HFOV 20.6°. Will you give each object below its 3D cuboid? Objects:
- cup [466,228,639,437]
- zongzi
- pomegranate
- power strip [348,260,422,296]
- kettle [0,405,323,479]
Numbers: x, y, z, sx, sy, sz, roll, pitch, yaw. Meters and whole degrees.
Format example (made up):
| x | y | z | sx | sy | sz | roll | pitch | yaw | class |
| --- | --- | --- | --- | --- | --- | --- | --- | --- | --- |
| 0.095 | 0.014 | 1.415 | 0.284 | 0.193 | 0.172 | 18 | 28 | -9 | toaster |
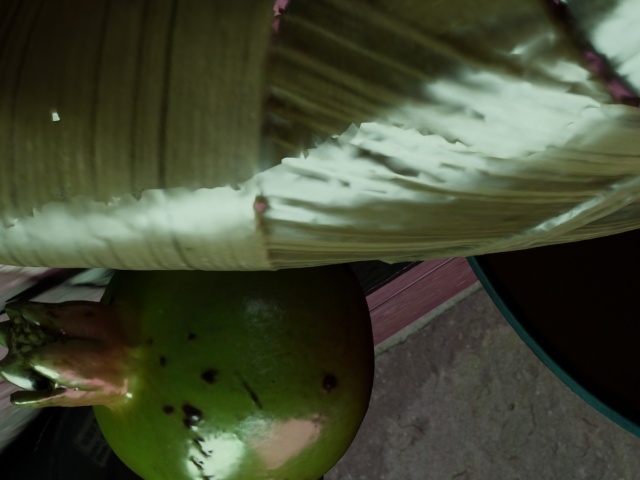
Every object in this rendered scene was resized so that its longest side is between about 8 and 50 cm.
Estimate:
| x | y | z | sx | sy | sz | roll | pitch | yaw | class |
| --- | --- | --- | --- | --- | --- | --- | --- | --- | --- |
| 0.214 | -0.108 | 0.725 | 0.292 | 0.307 | 0.242 | -29 | -155 | -27 | cup |
| 0.005 | -0.065 | 0.383 | 0.288 | 0.134 | 0.286 | -9 | 167 | -17 | zongzi |
| -0.065 | 0.059 | 0.894 | 0.205 | 0.159 | 0.159 | 7 | 150 | -34 | pomegranate |
| 0.044 | 0.020 | 1.449 | 0.111 | 0.038 | 0.029 | -31 | 172 | -15 | power strip |
| -0.154 | 0.187 | 1.332 | 0.203 | 0.262 | 0.308 | 12 | 155 | -24 | kettle |
